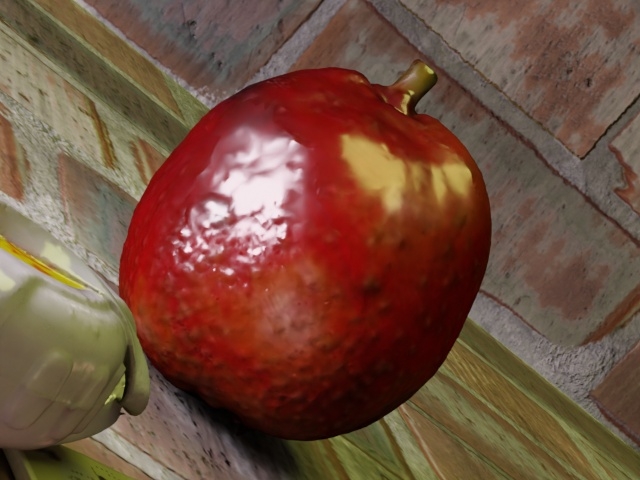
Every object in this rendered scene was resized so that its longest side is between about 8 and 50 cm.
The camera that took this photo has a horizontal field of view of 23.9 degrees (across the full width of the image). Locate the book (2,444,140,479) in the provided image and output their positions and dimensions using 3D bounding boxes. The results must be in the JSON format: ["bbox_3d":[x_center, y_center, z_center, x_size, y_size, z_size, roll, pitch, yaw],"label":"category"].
[{"bbox_3d":[-0.121,0.141,0.815,0.111,0.014,0.077,35,10,-42],"label":"book"}]

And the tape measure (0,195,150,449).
[{"bbox_3d":[-0.190,0.020,0.749,0.236,0.120,0.197,37,2,2],"label":"tape measure"}]

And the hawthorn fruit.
[{"bbox_3d":[0.000,0.000,1.130,0.265,0.307,0.265,38,1,-1],"label":"hawthorn fruit"}]
